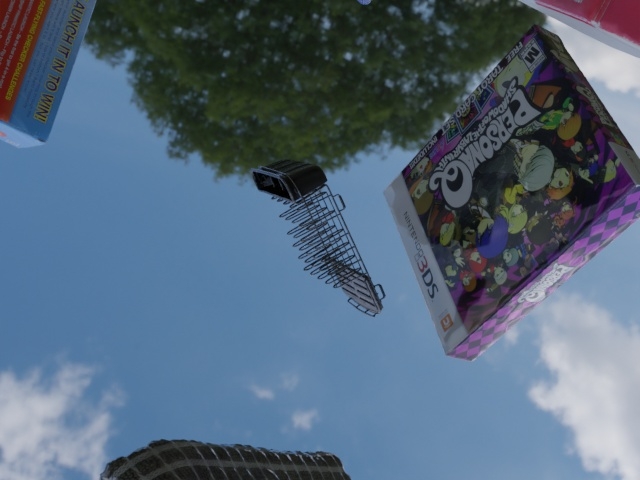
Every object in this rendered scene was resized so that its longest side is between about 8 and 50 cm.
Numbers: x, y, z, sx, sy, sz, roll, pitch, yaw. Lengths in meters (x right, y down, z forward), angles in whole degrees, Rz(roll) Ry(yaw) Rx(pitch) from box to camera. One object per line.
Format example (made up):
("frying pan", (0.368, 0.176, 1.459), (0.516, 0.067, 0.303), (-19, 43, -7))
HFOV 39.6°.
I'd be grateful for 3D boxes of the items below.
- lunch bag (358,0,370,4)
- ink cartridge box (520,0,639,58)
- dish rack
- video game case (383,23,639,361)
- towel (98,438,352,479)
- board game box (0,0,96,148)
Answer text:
("lunch bag", (0.034, -0.439, 1.215), (0.219, 0.090, 0.176), (57, 179, 2))
("ink cartridge box", (0.214, -0.220, 0.484), (0.100, 0.237, 0.172), (22, -162, -14))
("dish rack", (0.000, 0.000, 1.368), (0.074, 0.271, 0.208), (-28, -164, -11))
("video game case", (0.164, -0.042, 0.797), (0.042, 0.232, 0.210), (16, -139, -34))
("towel", (-0.013, 0.256, 0.641), (0.235, 0.121, 0.284), (36, -175, 33))
("board game box", (-0.430, -0.310, 1.059), (0.302, 0.308, 0.086), (27, 162, -39))
